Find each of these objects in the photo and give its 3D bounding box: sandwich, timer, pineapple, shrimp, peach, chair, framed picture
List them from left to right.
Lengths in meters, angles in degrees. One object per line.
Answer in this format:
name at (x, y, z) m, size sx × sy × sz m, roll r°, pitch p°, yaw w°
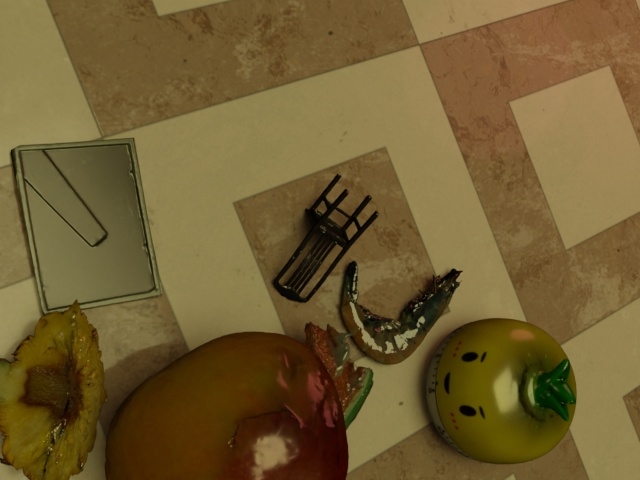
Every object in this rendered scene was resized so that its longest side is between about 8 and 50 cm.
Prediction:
pineapple at (-0.392, 0.230, 1.128) m, size 0.164 × 0.140 × 0.250 m, roll -10°, pitch 65°, yaw 11°
framed picture at (-0.351, -0.026, 1.223) m, size 0.189 × 0.023 × 0.260 m, roll -10°, pitch 86°, yaw -29°
peach at (-0.124, 0.289, 1.098) m, size 0.372 × 0.372 × 0.290 m, roll -36°, pitch 101°, yaw -28°
chair at (0.000, 0.000, 1.384) m, size 0.084 × 0.101 × 0.212 m, roll 34°, pitch 104°, yaw -18°
sandwich at (0.004, 0.241, 1.286) m, size 0.109 × 0.160 × 0.185 m, roll 17°, pitch 59°, yaw 20°
shrimp at (0.143, 0.088, 1.450) m, size 0.262 × 0.051 × 0.198 m, roll -43°, pitch 101°, yaw -24°
timer at (0.345, 0.261, 1.401) m, size 0.285 × 0.285 × 0.285 m, roll 5°, pitch 79°, yaw -27°
